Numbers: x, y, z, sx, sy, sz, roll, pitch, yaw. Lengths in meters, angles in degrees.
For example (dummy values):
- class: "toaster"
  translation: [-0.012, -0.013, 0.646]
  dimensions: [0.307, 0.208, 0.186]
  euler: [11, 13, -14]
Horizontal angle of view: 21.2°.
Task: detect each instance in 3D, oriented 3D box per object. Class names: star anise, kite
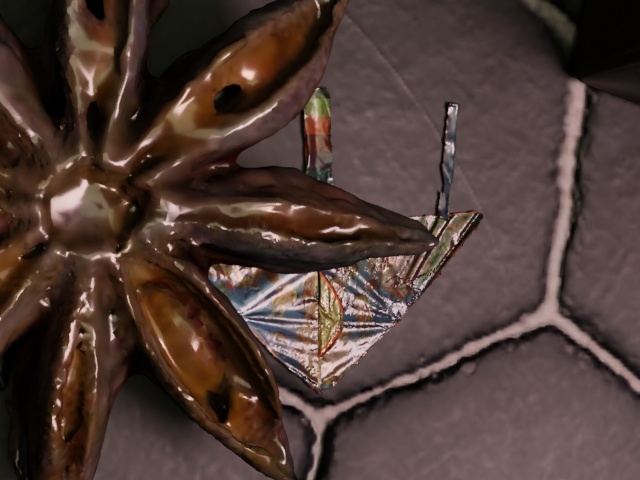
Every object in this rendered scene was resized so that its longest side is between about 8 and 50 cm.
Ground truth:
- class: "star anise"
  translation: [-0.109, -0.019, 0.794]
  dimensions: [0.332, 0.117, 0.331]
  euler: [-2, 96, -15]
- class: "kite"
  translation: [0.000, 0.000, 0.879]
  dimensions: [0.183, 0.010, 0.160]
  euler: [0, 88, -16]

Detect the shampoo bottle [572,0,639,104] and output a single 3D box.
- class: "shampoo bottle"
  translation: [0.212, -0.117, 0.822]
  dimensions: [0.080, 0.246, 0.079]
  euler: [17, 83, -15]
